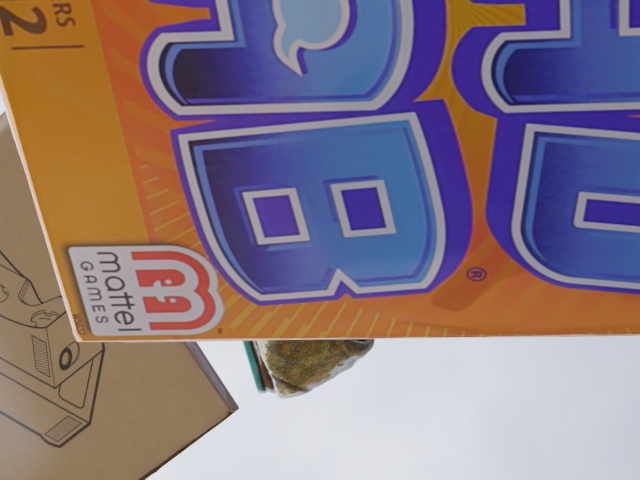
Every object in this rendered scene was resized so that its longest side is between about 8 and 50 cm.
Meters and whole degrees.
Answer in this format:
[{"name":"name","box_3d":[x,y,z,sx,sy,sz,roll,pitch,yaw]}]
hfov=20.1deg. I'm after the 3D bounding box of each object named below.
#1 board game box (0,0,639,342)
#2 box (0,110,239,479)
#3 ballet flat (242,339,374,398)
[{"name":"board game box","box_3d":[0.064,-0.207,0.747,0.356,0.356,0.356,-82,-13,-46]},{"name":"box","box_3d":[-0.158,0.051,0.963,0.201,0.164,0.021,56,-157,10]},{"name":"ballet flat","box_3d":[-0.043,-0.034,1.307,0.123,0.123,0.349,-61,-40,-44]}]
